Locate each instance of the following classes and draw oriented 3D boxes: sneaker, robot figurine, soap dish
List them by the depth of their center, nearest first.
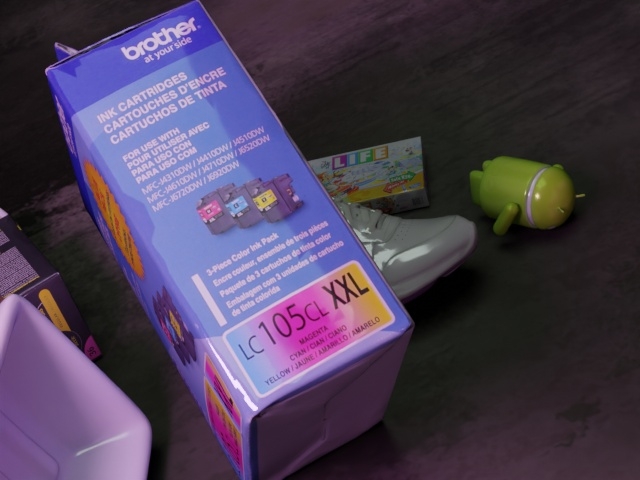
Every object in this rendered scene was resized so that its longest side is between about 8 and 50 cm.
[{"bbox_3d":[-0.257,0.209,1.045,0.118,0.229,0.291,-27,33,19],"label":"soap dish"},{"bbox_3d":[0.000,0.000,1.234,0.305,0.152,0.114,-10,14,12],"label":"sneaker"},{"bbox_3d":[0.209,-0.049,1.279,0.115,0.067,0.101,15,37,38],"label":"robot figurine"}]

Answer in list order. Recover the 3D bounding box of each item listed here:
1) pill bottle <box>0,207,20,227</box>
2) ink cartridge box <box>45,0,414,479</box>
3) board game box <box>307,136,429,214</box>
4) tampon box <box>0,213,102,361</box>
[{"bbox_3d":[-0.423,0.039,1.437,0.094,0.094,0.169,7,43,31],"label":"pill bottle"},{"bbox_3d":[-0.096,-0.010,1.065,0.151,0.270,0.395,-26,70,-14],"label":"ink cartridge box"},{"bbox_3d":[0.043,-0.063,1.408,0.154,0.026,0.103,-12,36,11],"label":"board game box"},{"bbox_3d":[-0.324,0.070,1.328,0.101,0.120,0.161,-33,38,-16],"label":"tampon box"}]
